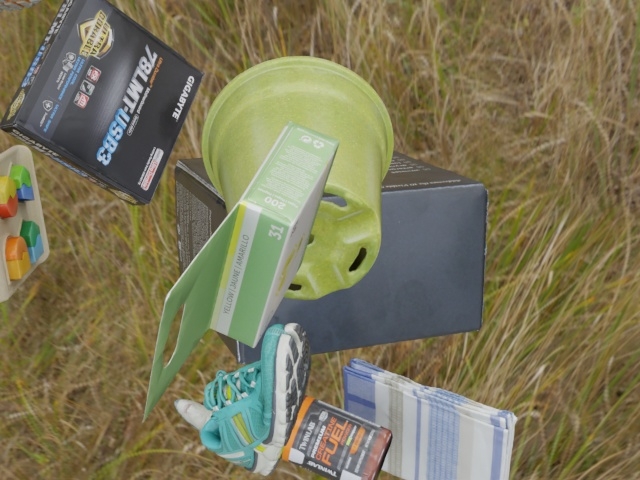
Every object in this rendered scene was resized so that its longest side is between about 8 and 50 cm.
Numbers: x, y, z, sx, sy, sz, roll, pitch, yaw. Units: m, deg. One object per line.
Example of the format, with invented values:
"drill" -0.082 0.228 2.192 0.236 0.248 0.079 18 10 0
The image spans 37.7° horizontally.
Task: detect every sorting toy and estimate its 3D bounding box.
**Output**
"sorting toy" -0.449 -0.030 1.377 0.038 0.208 0.193 -4 106 4

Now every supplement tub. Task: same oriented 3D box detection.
"supplement tub" 0.002 0.301 1.420 0.198 0.106 0.106 20 74 11

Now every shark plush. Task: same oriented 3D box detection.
"shark plush" -0.191 0.291 1.550 0.067 0.161 0.073 14 80 13

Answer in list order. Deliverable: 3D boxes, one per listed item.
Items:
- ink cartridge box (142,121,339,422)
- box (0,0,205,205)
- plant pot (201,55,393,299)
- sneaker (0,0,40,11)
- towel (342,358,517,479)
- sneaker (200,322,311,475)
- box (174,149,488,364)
"ink cartridge box" -0.064 0.032 0.788 0.056 0.171 0.235 23 45 4
"box" -0.385 -0.257 1.707 0.073 0.293 0.295 -1 63 50
"plant pot" -0.023 -0.066 1.242 0.276 0.276 0.254 -10 34 2
"sneaker" -0.507 -0.383 1.382 0.215 0.084 0.083 -1 90 6
"towel" 0.165 0.306 1.470 0.285 0.209 0.034 15 36 27
"sneaker" -0.079 0.185 1.059 0.110 0.275 0.107 19 49 -2
"box" 0.000 0.000 1.828 0.480 0.472 0.297 -6 104 -19
